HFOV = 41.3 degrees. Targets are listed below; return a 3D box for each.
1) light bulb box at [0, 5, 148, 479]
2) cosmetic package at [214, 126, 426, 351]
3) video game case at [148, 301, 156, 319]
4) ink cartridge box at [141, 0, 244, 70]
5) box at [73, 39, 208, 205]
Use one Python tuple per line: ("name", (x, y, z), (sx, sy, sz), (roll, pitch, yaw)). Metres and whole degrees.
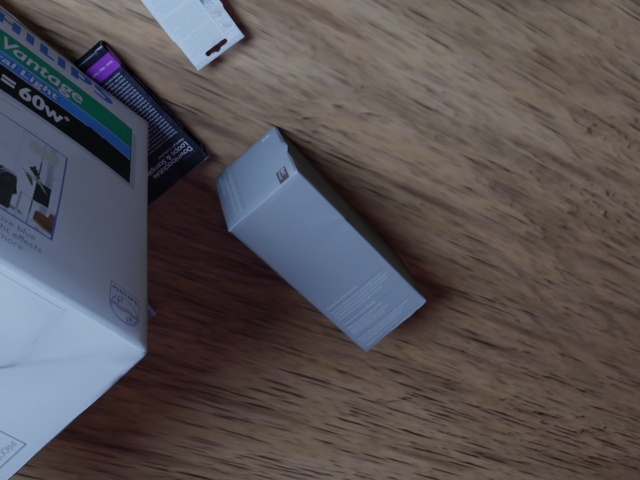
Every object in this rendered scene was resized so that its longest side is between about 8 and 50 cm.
("light bulb box", (-0.340, 0.027, 0.709), (0.358, 0.361, 0.225), (-41, 122, 17))
("cosmetic package", (0.000, 0.000, 0.945), (0.107, 0.127, 0.238), (-43, 119, 11))
("video game case", (-0.266, 0.089, 0.989), (0.122, 0.011, 0.087), (-33, 122, 5))
("ink cartridge box", (-0.133, -0.231, 0.833), (0.063, 0.029, 0.115), (-35, 123, 5))
("box", (-0.212, -0.110, 0.881), (0.116, 0.029, 0.162), (-37, 120, 9))
